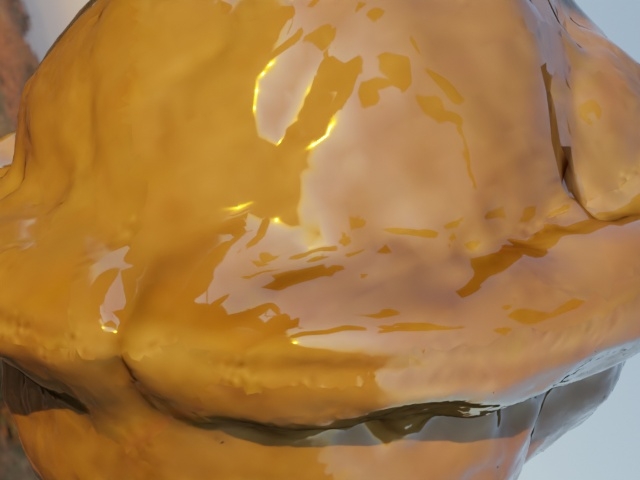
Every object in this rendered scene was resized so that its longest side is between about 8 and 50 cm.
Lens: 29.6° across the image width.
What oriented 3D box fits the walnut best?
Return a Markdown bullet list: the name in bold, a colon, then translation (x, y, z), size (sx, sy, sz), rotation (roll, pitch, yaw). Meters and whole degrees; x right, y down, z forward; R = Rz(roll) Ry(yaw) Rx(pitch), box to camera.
- **walnut**: translation (0.005, 0.004, 0.612), size (0.383, 0.383, 0.383), rotation (163, -90, -81)
